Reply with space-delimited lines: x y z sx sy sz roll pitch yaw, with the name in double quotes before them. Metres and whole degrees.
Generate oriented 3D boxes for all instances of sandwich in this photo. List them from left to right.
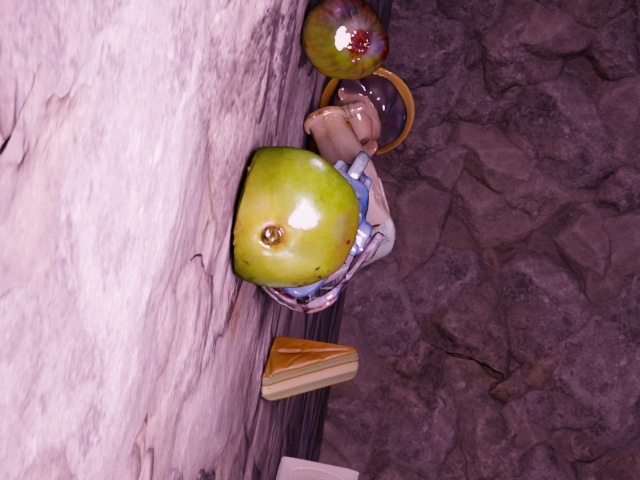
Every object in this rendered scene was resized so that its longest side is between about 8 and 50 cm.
"sandwich" -0.018 0.247 1.998 0.113 0.163 0.079 -73 170 -52

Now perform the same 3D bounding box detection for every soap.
"soap" -0.012 0.568 2.475 0.121 0.183 0.064 -75 172 -45

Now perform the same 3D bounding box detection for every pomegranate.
"pomegranate" -0.030 -0.015 1.501 0.241 0.159 0.190 100 2 -62

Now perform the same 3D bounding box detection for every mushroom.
"mushroom" 0.050 -0.125 1.961 0.108 0.096 0.247 67 1 -84

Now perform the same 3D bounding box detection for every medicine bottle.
"medicine bottle" 0.042 -0.001 2.061 0.168 0.135 0.135 -27 138 -34

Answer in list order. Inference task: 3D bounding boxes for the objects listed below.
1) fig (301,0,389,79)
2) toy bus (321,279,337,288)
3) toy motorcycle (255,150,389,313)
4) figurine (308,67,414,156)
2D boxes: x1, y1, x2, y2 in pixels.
"fig" 0.024 -0.345 1.835 0.245 0.149 0.149 -140 -124 -67
"toy bus" 0.003 -0.018 2.232 0.268 0.092 0.106 93 -2 -45
"toy motorcycle" -0.018 -0.016 1.787 0.182 0.241 0.319 55 25 -14
"figurine" 0.067 -0.235 2.163 0.257 0.167 0.192 -43 136 -40
